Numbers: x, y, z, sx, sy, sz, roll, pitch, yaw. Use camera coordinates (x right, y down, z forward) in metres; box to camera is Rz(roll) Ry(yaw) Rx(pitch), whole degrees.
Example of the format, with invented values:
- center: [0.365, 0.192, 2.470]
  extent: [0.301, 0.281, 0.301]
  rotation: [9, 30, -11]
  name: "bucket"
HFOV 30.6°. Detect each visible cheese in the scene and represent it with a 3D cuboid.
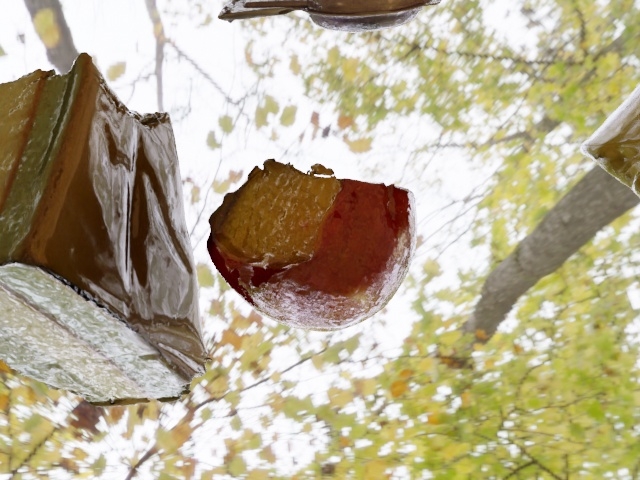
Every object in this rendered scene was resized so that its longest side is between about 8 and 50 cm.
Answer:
- center: [0.011, -0.206, 1.007]
  extent: [0.191, 0.105, 0.042]
  rotation: [-2, -65, 8]
  name: "cheese"

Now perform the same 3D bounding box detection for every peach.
- center: [0.006, 0.005, 0.779]
  extent: [0.151, 0.151, 0.118]
  rotation: [-19, -121, -12]
  name: "peach"

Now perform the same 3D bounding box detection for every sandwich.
- center: [-0.186, -0.007, 0.913]
  extent: [0.155, 0.227, 0.198]
  rotation: [-7, -123, 25]
  name: "sandwich"

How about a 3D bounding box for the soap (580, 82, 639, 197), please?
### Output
- center: [0.416, -0.161, 0.884]
  extent: [0.427, 0.306, 0.115]
  rotation: [-45, -65, 8]
  name: "soap"
